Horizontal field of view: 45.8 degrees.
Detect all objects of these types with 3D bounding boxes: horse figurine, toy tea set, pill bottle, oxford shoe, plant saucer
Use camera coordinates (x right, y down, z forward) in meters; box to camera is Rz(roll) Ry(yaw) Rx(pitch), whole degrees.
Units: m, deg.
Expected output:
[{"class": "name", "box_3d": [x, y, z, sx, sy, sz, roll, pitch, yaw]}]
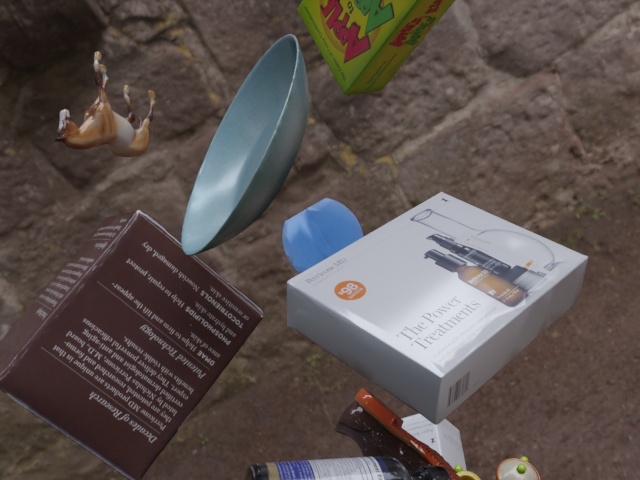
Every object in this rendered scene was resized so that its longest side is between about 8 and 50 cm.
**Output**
[{"class": "horse figurine", "box_3d": [-0.371, -0.219, 1.380, 0.066, 0.174, 0.263, -2, -13, 18]}, {"class": "toy tea set", "box_3d": [0.397, 0.597, 1.594, 0.200, 0.124, 0.336, -4, 40, -10]}, {"class": "pill bottle", "box_3d": [0.031, 0.297, 0.818, 0.219, 0.122, 0.123, 1, 18, -13]}, {"class": "oxford shoe", "box_3d": [0.136, 0.362, 1.229, 0.098, 0.097, 0.271, -48, 55, -3]}, {"class": "plant saucer", "box_3d": [-0.054, -0.071, 0.613, 0.195, 0.038, 0.194, -50, 26, 36]}]

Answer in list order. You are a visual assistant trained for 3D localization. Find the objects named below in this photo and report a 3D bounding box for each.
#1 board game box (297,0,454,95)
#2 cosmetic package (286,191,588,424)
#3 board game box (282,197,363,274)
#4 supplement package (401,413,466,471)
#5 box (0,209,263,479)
[{"class": "board game box", "box_3d": [0.056, -0.202, 0.572, 0.043, 0.092, 0.181, -17, -18, -36]}, {"class": "cosmetic package", "box_3d": [0.180, 0.077, 1.150, 0.284, 0.097, 0.377, 27, 42, 36]}, {"class": "board game box", "box_3d": [0.000, 0.000, 1.472, 0.169, 0.133, 0.033, -32, 1, -25]}, {"class": "supplement package", "box_3d": [0.256, 0.598, 1.860, 0.178, 0.175, 0.292, -22, 51, 21]}, {"class": "box", "box_3d": [-0.202, 0.098, 0.773, 0.203, 0.167, 0.168, -54, 20, -16]}]
